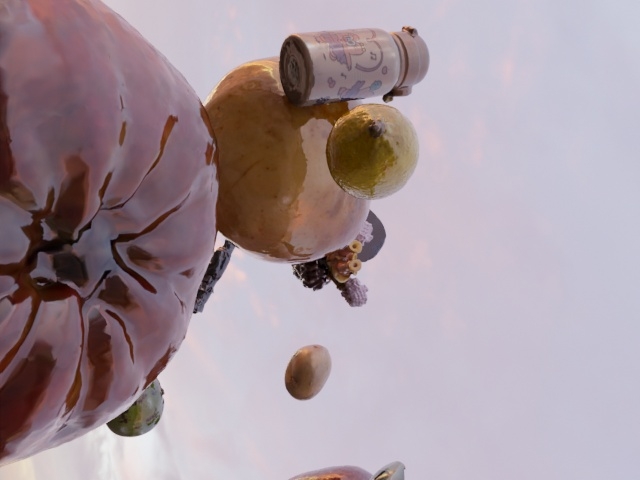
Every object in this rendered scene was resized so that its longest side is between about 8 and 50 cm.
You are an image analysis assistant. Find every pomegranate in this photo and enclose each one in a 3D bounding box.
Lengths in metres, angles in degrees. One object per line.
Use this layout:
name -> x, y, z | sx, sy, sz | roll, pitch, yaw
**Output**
pomegranate -> -0.312, 0.251, 0.992 | 0.114, 0.142, 0.114 | 171, -90, -73
pomegranate -> -0.075, -0.125, 1.054 | 0.338, 0.339, 0.337 | 21, -66, 59

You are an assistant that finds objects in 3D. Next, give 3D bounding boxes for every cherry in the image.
cherry -> 0.035, 0.661, 1.570 | 0.261, 0.308, 0.221 | 92, 8, -54

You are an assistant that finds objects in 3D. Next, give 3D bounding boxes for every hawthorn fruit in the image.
hawthorn fruit -> -0.301, -0.021, 0.531 | 0.403, 0.403, 0.402 | 21, -66, 59

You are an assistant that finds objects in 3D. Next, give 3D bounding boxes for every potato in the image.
potato -> -0.028, 0.320, 1.570 | 0.112, 0.112, 0.146 | -12, -130, 62

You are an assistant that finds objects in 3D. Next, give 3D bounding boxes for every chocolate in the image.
chocolate -> -0.001, 0.003, 1.484 | 0.343, 0.148, 0.126 | -13, -73, 58

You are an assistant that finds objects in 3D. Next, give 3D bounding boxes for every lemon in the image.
lemon -> 0.060, -0.103, 0.742 | 0.133, 0.109, 0.109 | 76, -3, -71

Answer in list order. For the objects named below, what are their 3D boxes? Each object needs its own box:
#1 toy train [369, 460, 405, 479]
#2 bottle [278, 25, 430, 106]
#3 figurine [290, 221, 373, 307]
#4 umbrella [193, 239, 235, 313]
toy train -> 0.068, 0.605, 1.184 | 0.086, 0.088, 0.406 | 151, -43, -69
bottle -> 0.054, -0.239, 0.898 | 0.097, 0.209, 0.109 | 41, -44, 52
figurine -> 0.024, 0.040, 1.275 | 0.240, 0.116, 0.174 | -6, -106, 58
umbrella -> -0.288, 0.086, 1.706 | 0.066, 0.059, 0.235 | 3, -121, 44
